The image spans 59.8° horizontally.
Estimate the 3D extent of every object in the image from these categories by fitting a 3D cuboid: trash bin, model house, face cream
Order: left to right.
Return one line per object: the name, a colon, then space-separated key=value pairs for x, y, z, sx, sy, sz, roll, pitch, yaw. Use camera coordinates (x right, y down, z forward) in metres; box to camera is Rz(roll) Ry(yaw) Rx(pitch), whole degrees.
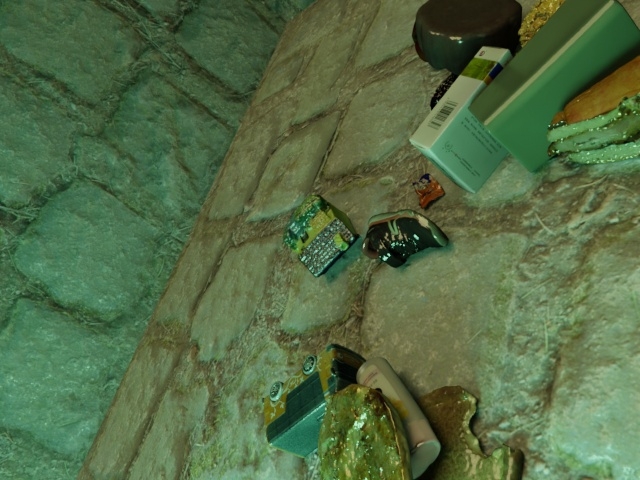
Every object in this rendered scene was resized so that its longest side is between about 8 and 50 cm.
model house: x=0.000 y=0.000 z=1.708 sx=0.194 sy=0.170 sz=0.211 roll=-46 pitch=31 yaw=12
face cream: x=0.156 y=0.357 z=1.159 sx=0.107 sy=0.073 sz=0.269 roll=-58 pitch=28 yaw=15
trash bin: x=0.531 y=-0.347 z=1.245 sx=0.343 sy=0.222 sz=0.158 roll=-45 pitch=31 yaw=23

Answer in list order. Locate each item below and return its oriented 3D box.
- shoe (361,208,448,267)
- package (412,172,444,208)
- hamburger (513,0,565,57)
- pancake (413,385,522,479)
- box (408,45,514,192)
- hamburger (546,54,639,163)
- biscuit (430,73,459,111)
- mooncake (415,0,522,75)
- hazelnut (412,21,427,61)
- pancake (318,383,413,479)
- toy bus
shoe: x=0.203 y=0.001 z=1.463 sx=0.291 sy=0.114 sz=0.137 roll=-1 pitch=54 yaw=58
package: x=0.297 y=-0.141 z=1.557 sx=0.077 sy=0.033 sz=0.111 roll=-26 pitch=49 yaw=4
hamburger: x=0.604 y=-0.539 z=1.404 sx=0.262 sy=0.138 sz=0.243 roll=-53 pitch=30 yaw=2
pancake: x=0.251 y=0.413 z=1.063 sx=0.286 sy=0.033 sz=0.288 roll=-25 pitch=41 yaw=43
box: x=0.398 y=-0.300 z=1.399 sx=0.299 sy=0.200 sz=0.106 roll=-51 pitch=31 yaw=6
hamburger: x=0.614 y=-0.267 z=1.101 sx=0.245 sy=0.155 sz=0.282 roll=-56 pitch=24 yaw=-9
biscuit: x=0.412 y=-0.443 z=1.671 sx=0.194 sy=0.053 sz=0.195 roll=-35 pitch=36 yaw=30
mooncake: x=0.428 y=-0.611 z=1.621 sx=0.305 sy=0.154 sz=0.306 roll=-9 pitch=51 yaw=11
hazelnut: x=0.393 y=-0.695 z=1.849 sx=0.178 sy=0.177 sz=0.204 roll=-24 pitch=69 yaw=42
pancake: x=0.078 y=0.465 z=1.114 sx=0.356 sy=0.065 sz=0.357 roll=-22 pitch=64 yaw=57
toy bus: x=-0.008 y=0.392 z=1.356 sx=0.275 sy=0.138 sz=0.167 roll=-43 pitch=33 yaw=23
